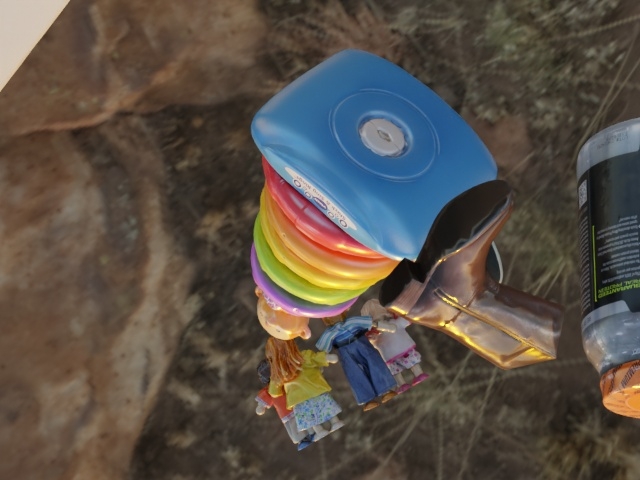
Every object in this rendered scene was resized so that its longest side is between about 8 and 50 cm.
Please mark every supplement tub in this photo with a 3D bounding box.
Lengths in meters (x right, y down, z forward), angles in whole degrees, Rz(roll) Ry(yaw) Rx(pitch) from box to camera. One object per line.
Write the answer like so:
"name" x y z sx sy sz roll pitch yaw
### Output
"supplement tub" 0.393 0.034 1.562 0.194 0.193 0.316 -8 65 26

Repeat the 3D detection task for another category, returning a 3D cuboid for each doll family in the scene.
"doll family" 0.020 0.167 1.885 0.263 0.118 0.163 -29 83 -2

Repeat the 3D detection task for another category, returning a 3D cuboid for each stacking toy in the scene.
"stacking toy" 0.000 0.000 1.179 0.175 0.166 0.302 41 141 8

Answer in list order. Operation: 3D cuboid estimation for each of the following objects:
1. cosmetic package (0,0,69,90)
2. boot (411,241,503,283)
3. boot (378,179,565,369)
"cosmetic package" -0.312 -0.228 1.030 0.385 0.217 0.156 -52 44 12
"boot" 0.091 -0.020 1.576 0.244 0.088 0.176 42 169 -30
"boot" 0.106 0.024 0.768 0.114 0.037 0.106 28 125 -27
